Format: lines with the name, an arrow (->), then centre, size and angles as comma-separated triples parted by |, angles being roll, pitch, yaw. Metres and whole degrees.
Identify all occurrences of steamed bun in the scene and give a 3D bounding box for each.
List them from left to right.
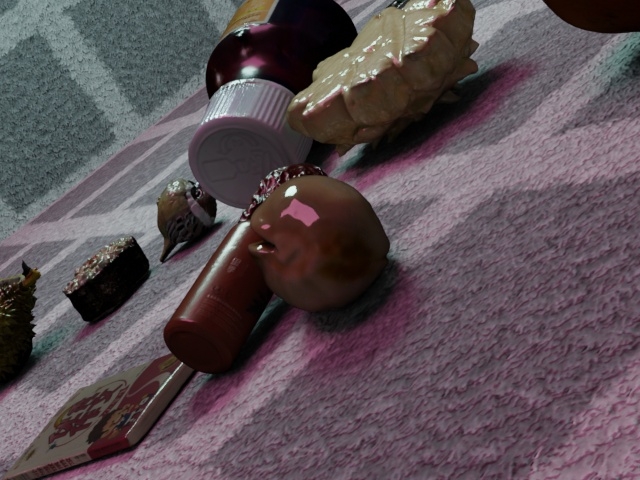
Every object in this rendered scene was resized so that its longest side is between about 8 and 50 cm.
steamed bun -> 0.093, -0.214, 1.616 | 0.292, 0.137, 0.295 | -8, 39, 52

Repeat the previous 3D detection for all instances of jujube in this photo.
jujube -> -0.050, -0.024, 1.413 | 0.166, 0.104, 0.104 | -47, 19, -32

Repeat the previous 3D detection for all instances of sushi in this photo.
sushi -> -0.329, 0.055, 1.819 | 0.090, 0.078, 0.150 | -21, 20, 44

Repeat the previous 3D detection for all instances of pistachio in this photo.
pistachio -> 0.000, 0.000, 1.175 | 0.144, 0.144, 0.215 | -33, 9, 9

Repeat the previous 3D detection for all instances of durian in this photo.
durian -> -0.508, 0.143, 1.830 | 0.237, 0.138, 0.193 | -35, 11, 14

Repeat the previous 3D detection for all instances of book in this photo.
book -> -0.241, 0.195, 1.308 | 0.232, 0.022, 0.162 | -22, 20, 39

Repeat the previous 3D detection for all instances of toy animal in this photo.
toy animal -> -0.211, -0.029, 1.848 | 0.098, 0.137, 0.098 | 6, 8, -1

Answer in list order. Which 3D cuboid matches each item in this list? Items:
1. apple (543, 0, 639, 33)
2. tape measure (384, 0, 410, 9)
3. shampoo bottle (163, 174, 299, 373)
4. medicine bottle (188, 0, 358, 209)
apple -> 0.373, -0.369, 1.199 | 0.329, 0.295, 0.365 | -14, -4, -38
tape measure -> 0.224, -0.448, 2.136 | 0.330, 0.084, 0.164 | -40, 20, -11
shampoo bottle -> -0.082, 0.032, 1.274 | 0.085, 0.085, 0.244 | -20, 31, 45
medicine bottle -> -0.078, -0.227, 1.822 | 0.242, 0.242, 0.395 | -27, 21, 30
